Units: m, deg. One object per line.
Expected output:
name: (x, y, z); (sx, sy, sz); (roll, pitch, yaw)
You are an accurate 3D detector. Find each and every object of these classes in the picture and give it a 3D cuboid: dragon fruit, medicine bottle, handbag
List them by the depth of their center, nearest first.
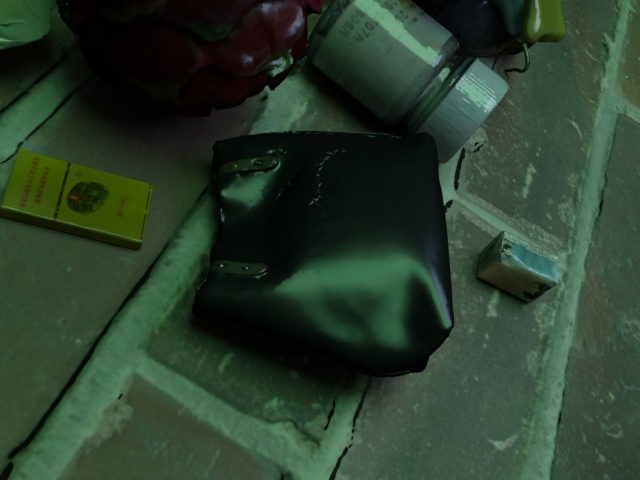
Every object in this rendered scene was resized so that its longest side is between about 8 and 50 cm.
handbag: (0.000, 0.000, 0.920); (0.287, 0.152, 0.342); (10, 50, -9)
dragon fruit: (-0.159, -0.304, 0.929); (0.329, 0.329, 0.329); (14, 52, -19)
medicine bottle: (0.127, -0.255, 1.147); (0.273, 0.165, 0.165); (38, 48, 0)

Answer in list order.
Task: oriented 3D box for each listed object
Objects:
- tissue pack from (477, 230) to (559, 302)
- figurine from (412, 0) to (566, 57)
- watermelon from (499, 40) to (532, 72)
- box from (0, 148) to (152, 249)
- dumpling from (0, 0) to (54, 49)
tissue pack: (0.275, 0.037, 1.083); (0.094, 0.074, 0.059); (25, 52, -8)
figurine: (0.158, -0.412, 1.196); (0.361, 0.377, 0.267); (11, 78, -60)
watermelon: (0.343, -0.389, 1.379); (0.140, 0.140, 0.187); (-10, 70, -33)
box: (-0.273, -0.046, 0.878); (0.155, 0.023, 0.087); (15, 50, -19)
dumpling: (-0.427, -0.311, 0.907); (0.250, 0.132, 0.162); (36, 52, -2)
